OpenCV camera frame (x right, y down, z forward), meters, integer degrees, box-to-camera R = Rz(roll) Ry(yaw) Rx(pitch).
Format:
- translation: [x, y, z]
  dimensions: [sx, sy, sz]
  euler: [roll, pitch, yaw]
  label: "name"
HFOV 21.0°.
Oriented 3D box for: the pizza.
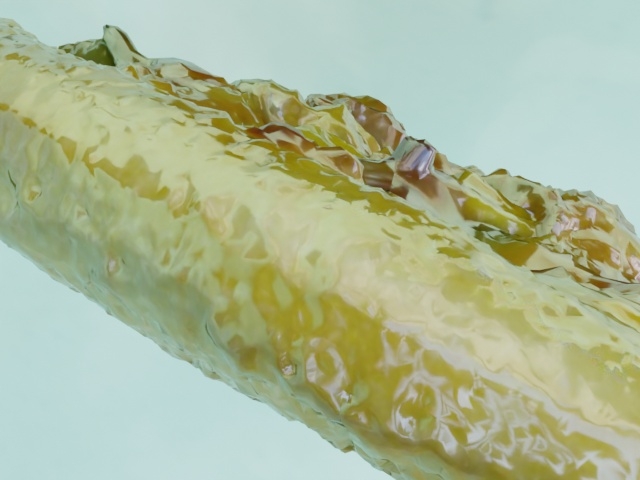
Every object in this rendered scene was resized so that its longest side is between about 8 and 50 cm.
- translation: [-0.008, 0.001, 0.489]
  dimensions: [0.258, 0.268, 0.087]
  euler: [20, 97, -8]
  label: "pizza"
